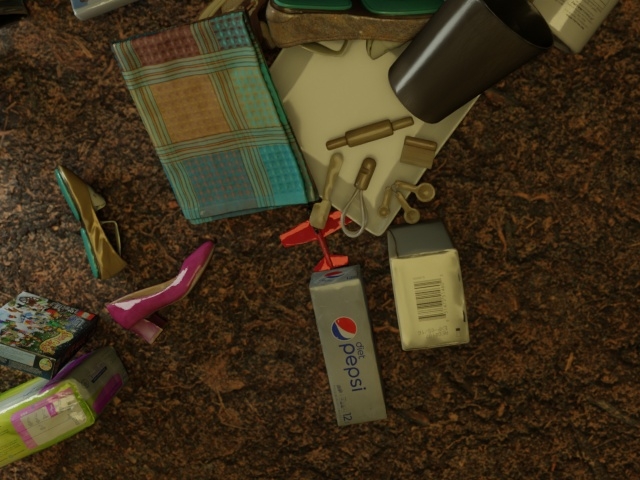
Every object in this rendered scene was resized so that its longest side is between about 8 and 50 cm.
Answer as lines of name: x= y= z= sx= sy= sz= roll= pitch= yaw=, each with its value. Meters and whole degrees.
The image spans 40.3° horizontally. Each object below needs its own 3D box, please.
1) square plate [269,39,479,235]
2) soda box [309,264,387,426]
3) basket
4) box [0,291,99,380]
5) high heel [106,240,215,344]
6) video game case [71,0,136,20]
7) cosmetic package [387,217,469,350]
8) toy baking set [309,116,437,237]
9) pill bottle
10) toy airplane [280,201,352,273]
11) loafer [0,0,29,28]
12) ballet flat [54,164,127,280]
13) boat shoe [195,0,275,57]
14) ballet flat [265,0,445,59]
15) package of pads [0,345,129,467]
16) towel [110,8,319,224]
square plate: x=0.064 y=-0.242 z=1.589 sx=0.344 sy=0.049 sz=0.347 roll=34 pitch=101 yaw=-4
soda box: x=0.055 y=0.197 z=1.635 sx=0.098 sy=0.091 sz=0.286 roll=-11 pitch=105 yaw=6
basket: x=0.234 y=-0.308 z=1.435 sx=0.227 sy=0.204 sz=0.154 roll=-40 pitch=53 yaw=37
box: x=-0.524 y=0.170 z=1.604 sx=0.159 sy=0.233 sz=0.044 roll=17 pitch=105 yaw=0
high heel: x=-0.302 y=0.076 z=1.659 sx=0.117 sy=0.082 sz=0.244 roll=37 pitch=108 yaw=-1
video game case: x=-0.306 y=-0.571 z=1.510 sx=0.329 sy=0.036 sz=0.300 roll=-18 pitch=79 yaw=6
cosmetic package: x=0.180 y=0.066 z=1.506 sx=0.113 sy=0.309 sz=0.160 roll=-8 pitch=99 yaw=4
toy baking set: x=0.092 y=-0.111 z=1.570 sx=0.256 sy=0.030 sz=0.197 roll=-12 pitch=100 yaw=6
pill bottle: x=0.456 y=-0.446 z=1.486 sx=0.131 sy=0.131 sz=0.229 roll=36 pitch=100 yaw=-3
toy airplane: x=0.000 y=0.000 z=1.647 sx=0.151 sy=0.028 sz=0.151 roll=1 pitch=101 yaw=5
loafer: x=-0.618 y=-0.373 z=1.517 sx=0.084 sy=0.267 sz=0.096 roll=50 pitch=141 yaw=-13
ballet flat: x=-0.431 y=-0.041 z=1.653 sx=0.073 sy=0.080 sz=0.232 roll=-22 pitch=102 yaw=-21
boat shoe: x=-0.132 y=-0.374 z=1.535 sx=0.123 sy=0.123 sz=0.342 roll=35 pitch=94 yaw=8
ballet flat: x=0.063 y=-0.367 z=1.491 sx=0.316 sy=0.108 sz=0.106 roll=1 pitch=127 yaw=-7
package of pads: x=-0.531 y=0.322 z=1.635 sx=0.296 sy=0.229 sz=0.101 roll=-26 pitch=98 yaw=8
towel: x=-0.184 y=-0.201 z=1.526 sx=0.271 sy=0.040 sz=0.370 roll=-9 pitch=121 yaw=21
